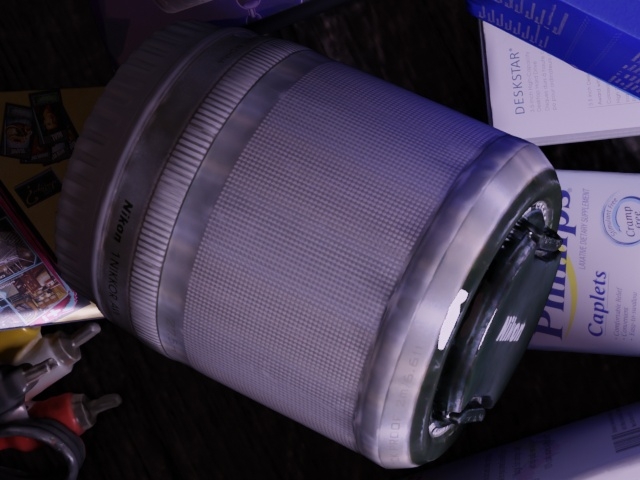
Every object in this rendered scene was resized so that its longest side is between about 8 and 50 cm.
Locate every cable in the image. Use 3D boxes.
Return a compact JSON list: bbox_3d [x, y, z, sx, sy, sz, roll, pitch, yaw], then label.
[{"bbox_3d":[-0.280,0.145,1.263,0.287,0.072,0.139,-24,98,19],"label":"cable"}]

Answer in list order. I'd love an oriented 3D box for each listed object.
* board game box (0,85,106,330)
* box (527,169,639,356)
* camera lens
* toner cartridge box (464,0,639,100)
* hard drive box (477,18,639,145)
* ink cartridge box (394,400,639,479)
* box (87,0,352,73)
[{"bbox_3d":[-0.210,-0.021,1.173,0.243,0.042,0.165,-5,92,-30],"label":"board game box"},{"bbox_3d":[0.184,0.015,1.182,0.137,0.072,0.126,3,92,7],"label":"box"},{"bbox_3d":[0.000,0.000,1.079,0.274,0.219,0.219,25,95,18],"label":"camera lens"},{"bbox_3d":[0.165,-0.138,0.948,0.165,0.348,0.075,29,95,4],"label":"toner cartridge box"},{"bbox_3d":[0.222,-0.162,1.160,0.232,0.089,0.181,-5,92,6],"label":"hard drive box"},{"bbox_3d":[0.188,0.229,1.129,0.270,0.198,0.197,-19,91,8],"label":"ink cartridge box"},{"bbox_3d":[-0.095,-0.266,1.188,0.184,0.103,0.261,-20,90,5],"label":"box"}]
